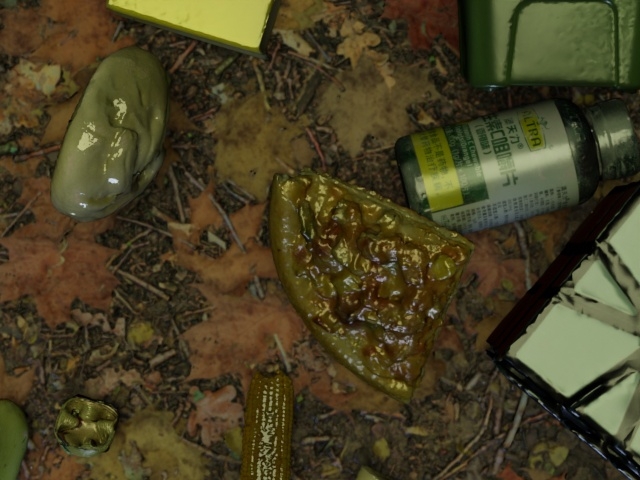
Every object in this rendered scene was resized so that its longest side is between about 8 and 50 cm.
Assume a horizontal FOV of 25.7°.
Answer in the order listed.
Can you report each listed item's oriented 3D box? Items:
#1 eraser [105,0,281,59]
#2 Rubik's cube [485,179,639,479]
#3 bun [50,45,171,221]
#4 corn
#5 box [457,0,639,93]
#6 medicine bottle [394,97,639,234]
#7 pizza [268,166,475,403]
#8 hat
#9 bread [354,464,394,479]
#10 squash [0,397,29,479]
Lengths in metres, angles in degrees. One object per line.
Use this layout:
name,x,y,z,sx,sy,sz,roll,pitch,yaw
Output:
eraser,-0.155,-0.342,1.826,0.226,0.069,0.158,17,94,3
Rubik's cube,0.392,0.119,1.689,0.288,0.283,0.293,41,94,2
bun,-0.249,-0.124,1.759,0.116,0.210,0.237,25,76,2
corn,-0.069,0.269,1.811,0.068,0.068,0.207,2,89,2
box,0.280,-0.267,1.693,0.252,0.329,0.178,-1,101,4
medicine bottle,0.248,-0.096,1.770,0.293,0.141,0.141,-14,88,2
pizza,0.034,0.062,1.762,0.258,0.087,0.268,24,128,10
hat,-0.306,0.246,1.827,0.077,0.059,0.076,18,55,-7
bread,0.067,0.391,1.789,0.139,0.060,0.178,28,91,-24
squash,-0.444,0.325,1.824,0.083,0.083,0.250,20,93,3
